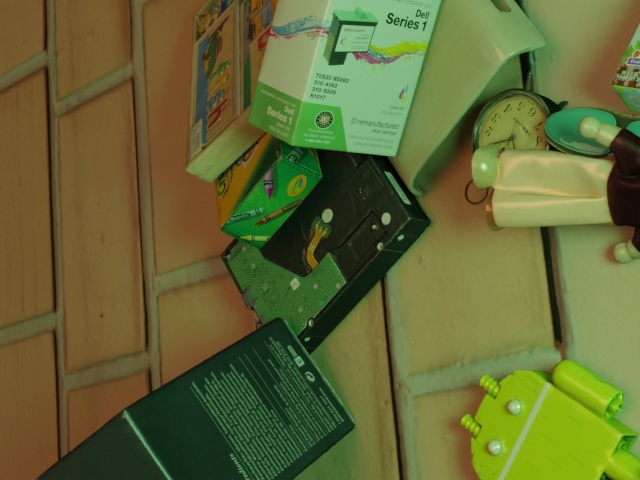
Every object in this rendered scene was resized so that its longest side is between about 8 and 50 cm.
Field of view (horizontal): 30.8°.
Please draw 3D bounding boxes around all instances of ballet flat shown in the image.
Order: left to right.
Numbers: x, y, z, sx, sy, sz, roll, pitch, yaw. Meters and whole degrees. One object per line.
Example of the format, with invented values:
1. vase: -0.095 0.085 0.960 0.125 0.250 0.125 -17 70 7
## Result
1. ballet flat: 0.383 -0.126 1.463 0.206 0.067 0.073 12 82 37

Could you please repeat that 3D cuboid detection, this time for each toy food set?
1. toy food set: 0.173 -0.242 1.686 0.306 0.092 0.220 -54 51 34

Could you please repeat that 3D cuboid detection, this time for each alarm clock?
1. alarm clock: 0.261 -0.124 1.586 0.192 0.064 0.129 -50 53 22

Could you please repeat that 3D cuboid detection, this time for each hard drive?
1. hard drive: 0.000 0.000 1.816 0.339 0.064 0.237 -49 54 26

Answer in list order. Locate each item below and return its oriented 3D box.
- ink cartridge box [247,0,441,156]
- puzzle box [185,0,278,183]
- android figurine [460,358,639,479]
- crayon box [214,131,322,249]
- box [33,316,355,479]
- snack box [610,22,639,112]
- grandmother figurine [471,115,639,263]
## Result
1. ink cartridge box: 0.039 -0.271 1.616 0.117 0.201 0.278 32 112 45
2. puzzle box: -0.114 -0.316 1.881 0.272 0.052 0.409 -39 37 32
3. android figurine: 0.295 0.274 1.500 0.273 0.056 0.248 36 109 39
4. crayon box: -0.092 -0.139 1.845 0.165 0.081 0.278 -49 31 26
5. box: -0.190 0.321 1.687 0.293 0.395 0.212 -38 85 32
6. snack box: 0.473 -0.226 1.363 0.207 0.070 0.174 19 75 42
7. grandmother figurine: 0.363 -0.053 1.415 0.342 0.208 0.104 3 49 37
